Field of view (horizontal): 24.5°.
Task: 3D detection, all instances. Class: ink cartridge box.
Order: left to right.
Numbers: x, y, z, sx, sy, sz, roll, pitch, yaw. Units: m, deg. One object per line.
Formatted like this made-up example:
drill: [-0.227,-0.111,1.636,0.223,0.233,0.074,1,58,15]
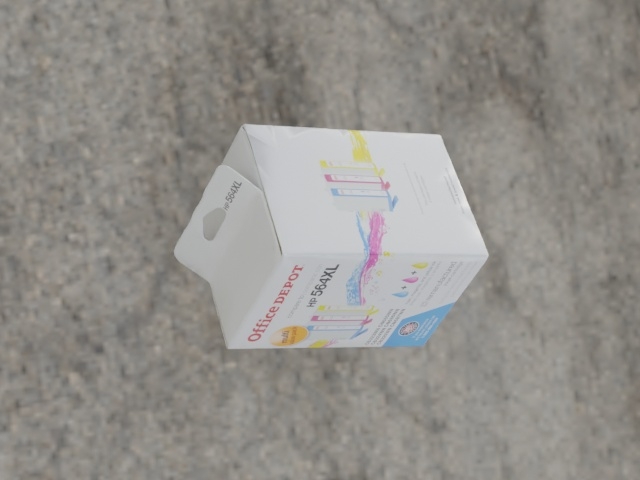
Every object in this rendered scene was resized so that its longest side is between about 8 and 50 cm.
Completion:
ink cartridge box: [0.000,0.000,0.812,0.143,0.092,0.090,0,53,-27]
